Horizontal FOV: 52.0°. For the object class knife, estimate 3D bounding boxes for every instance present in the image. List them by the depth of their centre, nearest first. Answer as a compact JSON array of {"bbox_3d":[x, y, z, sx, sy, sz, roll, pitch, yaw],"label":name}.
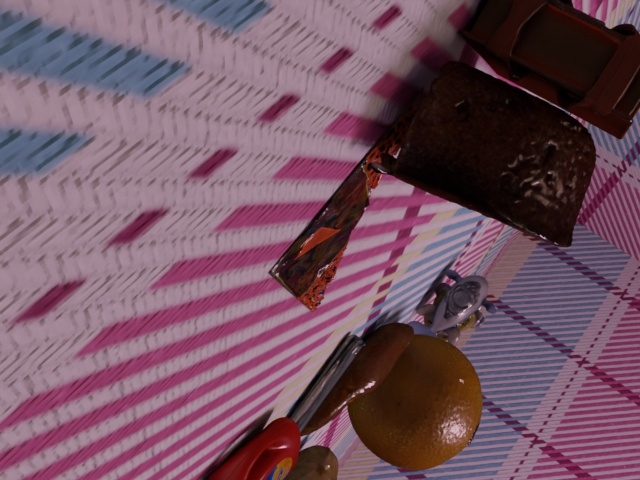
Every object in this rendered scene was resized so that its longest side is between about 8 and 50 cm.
[{"bbox_3d":[-0.002,0.184,0.804,0.162,0.023,0.044,-55,160,4],"label":"knife"}]

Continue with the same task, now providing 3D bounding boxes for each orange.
[{"bbox_3d":[0.155,0.260,1.070,0.236,0.236,0.236,-48,163,-20],"label":"orange"}]

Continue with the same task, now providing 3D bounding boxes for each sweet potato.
[{"bbox_3d":[0.057,0.180,0.910,0.255,0.058,0.078,-38,178,-34],"label":"sweet potato"}]

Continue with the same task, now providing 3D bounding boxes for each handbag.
[{"bbox_3d":[0.185,-0.130,0.494,0.063,0.127,0.190,-60,164,15],"label":"handbag"}]

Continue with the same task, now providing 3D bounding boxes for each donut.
[{"bbox_3d":[0.133,-0.062,0.483,0.085,0.141,0.217,-67,170,10],"label":"donut"}]

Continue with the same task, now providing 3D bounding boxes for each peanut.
[{"bbox_3d":[-0.047,0.435,1.078,0.226,0.095,0.108,-59,180,3],"label":"peanut"}]

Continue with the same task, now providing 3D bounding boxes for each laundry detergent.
[{"bbox_3d":[-0.080,0.237,0.642,0.165,0.049,0.097,-21,137,-61],"label":"laundry detergent"}]

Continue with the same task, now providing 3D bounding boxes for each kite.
[{"bbox_3d":[0.001,0.000,0.460,0.125,0.008,0.222,-30,151,-50],"label":"kite"}]

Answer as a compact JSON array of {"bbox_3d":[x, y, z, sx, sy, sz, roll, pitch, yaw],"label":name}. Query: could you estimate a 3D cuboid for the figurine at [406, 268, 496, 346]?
[{"bbox_3d":[0.266,0.143,1.325,0.208,0.128,0.184,-40,164,-17],"label":"figurine"}]
